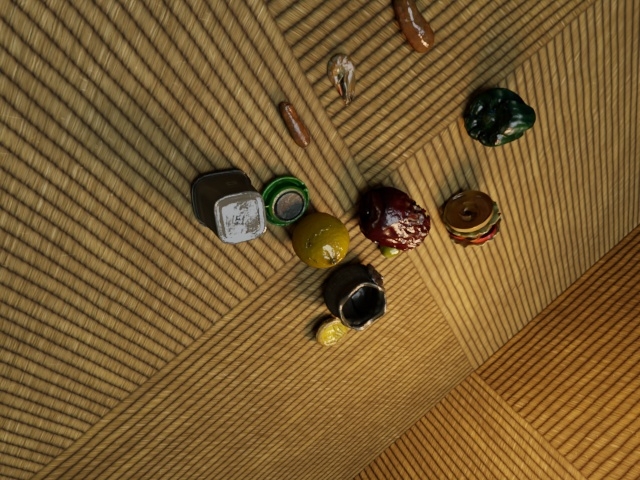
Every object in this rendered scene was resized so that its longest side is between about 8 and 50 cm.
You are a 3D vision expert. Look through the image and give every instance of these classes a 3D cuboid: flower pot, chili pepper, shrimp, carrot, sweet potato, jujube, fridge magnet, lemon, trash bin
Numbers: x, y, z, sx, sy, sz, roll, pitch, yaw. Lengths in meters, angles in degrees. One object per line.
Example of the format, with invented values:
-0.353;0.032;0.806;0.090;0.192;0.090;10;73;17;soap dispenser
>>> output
0.176;0.255;1.960;0.302;0.213;0.301;-11;122;-19;flower pot
0.792;-0.537;1.843;0.257;0.248;0.233;-10;150;-32;chili pepper
0.082;-0.578;1.515;0.101;0.042;0.190;-14;128;2;shrimp
-0.094;-0.412;1.499;0.060;0.060;0.186;-38;128;-5;carrot
0.326;-0.789;1.492;0.097;0.097;0.292;-45;130;1;sweet potato
0.325;-0.086;1.842;0.377;0.258;0.258;28;102;-32;jujube
-0.136;-0.148;1.615;0.208;0.088;0.207;-15;125;-23;fridge magnet
-0.005;0.000;1.693;0.229;0.254;0.228;-3;97;-30;lemon
-0.307;-0.113;1.432;0.220;0.250;0.219;-16;119;-21;trash bin

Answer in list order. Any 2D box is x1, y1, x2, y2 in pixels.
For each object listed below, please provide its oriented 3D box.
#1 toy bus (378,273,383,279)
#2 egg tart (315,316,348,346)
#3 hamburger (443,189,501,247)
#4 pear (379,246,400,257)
0.268;0.246;2.129;0.065;0.047;0.165;3;117;-28;toy bus
0.050;0.454;2.110;0.191;0.074;0.191;-16;126;-23;egg tart
0.751;-0.092;2.066;0.274;0.274;0.212;-41;134;-3;hamburger
0.337;0.043;2.016;0.092;0.097;0.092;-48;151;-38;pear
